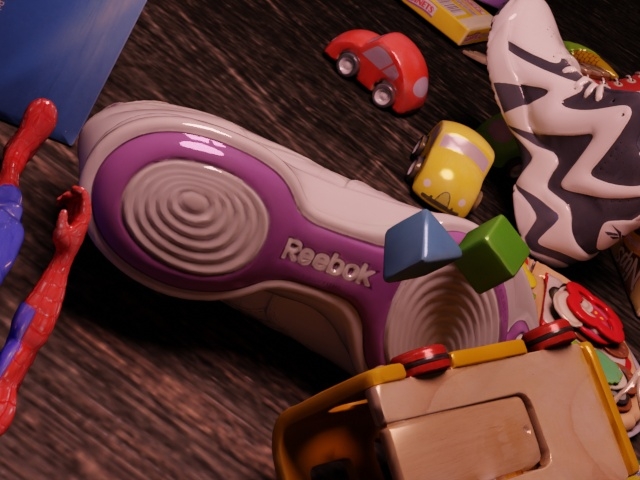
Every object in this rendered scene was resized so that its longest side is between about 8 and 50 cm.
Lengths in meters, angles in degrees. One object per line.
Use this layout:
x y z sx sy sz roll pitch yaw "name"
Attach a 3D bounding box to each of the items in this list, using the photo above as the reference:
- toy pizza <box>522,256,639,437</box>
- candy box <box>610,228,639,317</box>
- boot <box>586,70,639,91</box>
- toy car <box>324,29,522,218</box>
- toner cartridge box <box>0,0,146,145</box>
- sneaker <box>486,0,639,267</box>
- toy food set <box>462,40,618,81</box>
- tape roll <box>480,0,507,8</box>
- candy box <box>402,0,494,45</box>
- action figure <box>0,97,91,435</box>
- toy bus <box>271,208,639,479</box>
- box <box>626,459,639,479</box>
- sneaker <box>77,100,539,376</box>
0.150 0.056 0.835 0.201 0.032 0.201 25 30 -15 "toy pizza"
0.411 0.015 1.044 0.316 0.087 0.183 13 34 -11 "candy box"
0.301 -0.154 1.190 0.176 0.088 0.244 28 54 -5 "boot"
0.137 -0.099 1.036 0.225 0.053 0.239 11 36 -35 "toy car"
-0.141 -0.228 0.649 0.165 0.348 0.075 20 33 -22 "toner cartridge box"
0.222 -0.107 0.940 0.094 0.153 0.235 27 53 -45 "sneaker"
0.255 -0.190 1.277 0.132 0.038 0.192 32 24 36 "toy food set"
0.136 -0.383 1.399 0.275 0.090 0.275 30 23 -14 "tape roll"
0.097 -0.284 1.303 0.206 0.027 0.105 41 25 14 "candy box"
-0.156 -0.016 0.540 0.091 0.139 0.280 20 34 -21 "action figure"
0.073 0.106 0.603 0.202 0.104 0.191 41 47 -18 "toy bus"
0.157 0.176 0.650 0.105 0.043 0.179 24 32 -15 "box"
0.000 0.000 0.686 0.305 0.114 0.152 30 7 -26 "sneaker"
